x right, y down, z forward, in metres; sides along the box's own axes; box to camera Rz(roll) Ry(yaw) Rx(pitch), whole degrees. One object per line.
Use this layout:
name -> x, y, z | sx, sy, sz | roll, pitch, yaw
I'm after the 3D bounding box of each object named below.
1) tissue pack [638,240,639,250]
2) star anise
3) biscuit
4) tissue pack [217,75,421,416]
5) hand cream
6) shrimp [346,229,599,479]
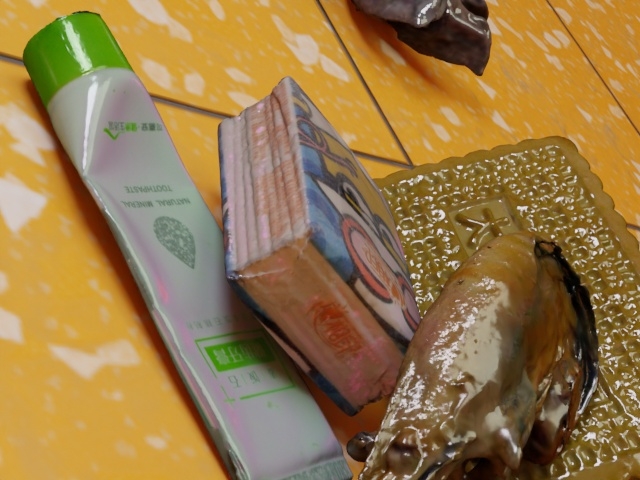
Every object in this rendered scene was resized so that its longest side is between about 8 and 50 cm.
tissue pack -> 0.258, 0.122, 0.907 | 0.257, 0.123, 0.215 | 27, 30, -45
star anise -> 0.049, -0.250, 1.130 | 0.282, 0.129, 0.212 | 56, 12, 10
biscuit -> 0.117, 0.045, 0.799 | 0.172, 0.029, 0.254 | -15, 52, -10
tissue pack -> 0.000, 0.000, 0.736 | 0.115, 0.065, 0.155 | 50, 16, -31
hand cream -> -0.073, 0.008, 0.697 | 0.079, 0.050, 0.275 | -20, 71, -31
shrimp -> 0.077, 0.099, 0.659 | 0.117, 0.066, 0.262 | 46, 55, -18
